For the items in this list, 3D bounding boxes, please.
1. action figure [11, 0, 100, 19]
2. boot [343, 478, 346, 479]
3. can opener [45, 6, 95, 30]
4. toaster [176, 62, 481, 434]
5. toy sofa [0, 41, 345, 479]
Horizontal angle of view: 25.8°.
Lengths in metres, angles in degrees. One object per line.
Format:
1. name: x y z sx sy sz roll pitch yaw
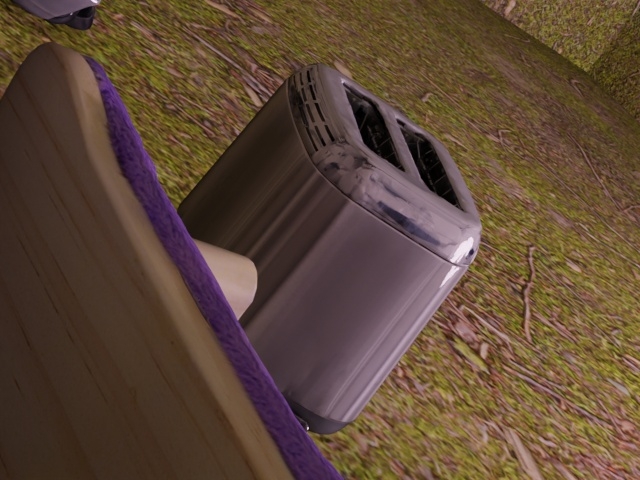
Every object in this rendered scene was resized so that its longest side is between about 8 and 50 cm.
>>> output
1. action figure: -0.178 -0.082 0.477 0.185 0.285 0.099 28 50 -51
2. boot: 0.006 0.146 0.574 0.137 0.077 0.198 31 5 -7
3. can opener: -0.245 -0.218 1.029 0.186 0.073 0.059 37 56 5
4. toaster: 0.000 0.000 0.786 0.129 0.146 0.227 32 18 -18
5. toy sofa: -0.017 0.114 0.413 0.150 0.177 0.362 21 23 -43
